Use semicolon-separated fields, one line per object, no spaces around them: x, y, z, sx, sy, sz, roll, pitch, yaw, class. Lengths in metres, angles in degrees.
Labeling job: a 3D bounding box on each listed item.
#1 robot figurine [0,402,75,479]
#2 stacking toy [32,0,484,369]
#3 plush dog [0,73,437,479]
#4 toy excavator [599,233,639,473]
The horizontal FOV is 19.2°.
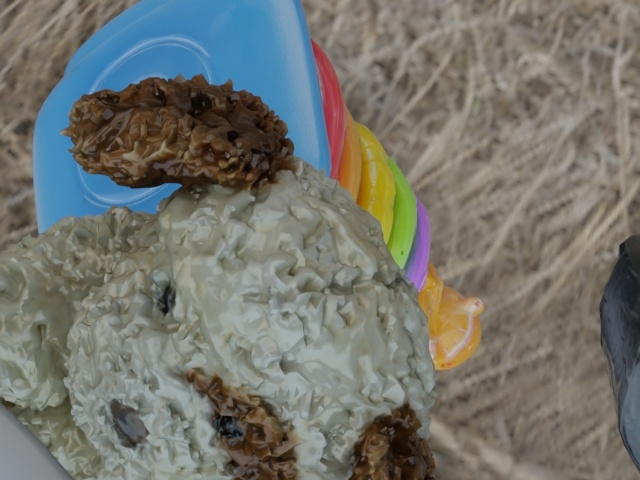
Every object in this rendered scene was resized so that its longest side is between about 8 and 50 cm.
-0.146;0.132;0.315;0.209;0.278;0.173;32;143;19;robot figurine
0.000;0.000;1.030;0.175;0.166;0.302;-29;141;24;stacking toy
-0.041;0.059;0.739;0.225;0.210;0.262;-36;82;49;plush dog
0.357;0.084;0.482;0.433;0.222;0.445;-41;114;18;toy excavator
